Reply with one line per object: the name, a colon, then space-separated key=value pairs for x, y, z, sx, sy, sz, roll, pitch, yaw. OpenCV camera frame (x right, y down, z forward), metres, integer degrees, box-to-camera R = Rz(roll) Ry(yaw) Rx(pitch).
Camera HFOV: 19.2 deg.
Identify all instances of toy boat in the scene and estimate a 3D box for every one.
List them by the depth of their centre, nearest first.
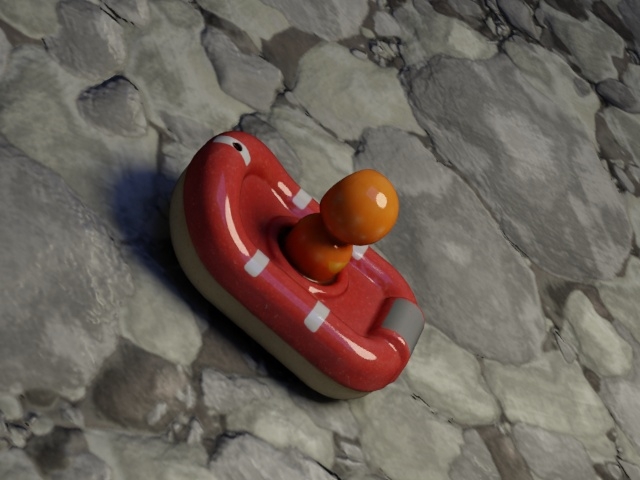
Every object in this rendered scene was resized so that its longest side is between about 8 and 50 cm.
toy boat: x=0.000 y=0.000 z=1.449 sx=0.231 sy=0.151 sz=0.151 roll=41 pitch=31 yaw=-6
